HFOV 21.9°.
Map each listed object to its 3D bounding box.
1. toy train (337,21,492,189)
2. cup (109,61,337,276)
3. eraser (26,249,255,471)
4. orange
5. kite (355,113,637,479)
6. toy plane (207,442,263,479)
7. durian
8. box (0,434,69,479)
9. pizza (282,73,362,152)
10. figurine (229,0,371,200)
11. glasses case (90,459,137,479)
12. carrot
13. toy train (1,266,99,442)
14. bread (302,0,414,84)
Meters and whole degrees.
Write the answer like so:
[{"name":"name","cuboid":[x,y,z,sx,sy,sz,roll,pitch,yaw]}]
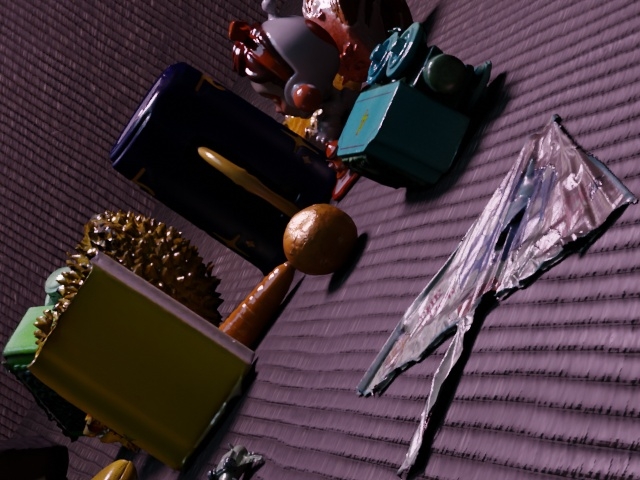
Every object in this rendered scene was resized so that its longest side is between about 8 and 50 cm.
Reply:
[{"name":"toy train","cuboid":[0.091,-0.131,1.662,0.154,0.107,0.198,-65,12,-5]},{"name":"cup","cuboid":[-0.108,-0.107,2.068,0.178,0.256,0.255,-62,13,-26]},{"name":"eraser","cuboid":[-0.203,0.140,1.871,0.158,0.226,0.069,-56,3,9]},{"name":"orange","cuboid":[0.000,0.000,1.765,0.083,0.070,0.083,-38,29,26]},{"name":"kite","cuboid":[0.126,0.026,1.268,0.406,0.014,0.368,-43,17,53]},{"name":"toy plane","cuboid":[-0.086,0.221,1.600,0.080,0.033,0.083,-40,17,24]},{"name":"durian","cuboid":[-0.235,0.107,2.107,0.258,0.258,0.293,-47,30,44]},{"name":"box","cuboid":[-0.426,0.411,2.035,0.359,0.091,0.350,29,-99,-81]},{"name":"pizza","cuboid":[-0.014,-0.151,2.282,0.297,0.071,0.189,132,155,-53]},{"name":"figurine","cuboid":[-0.019,-0.198,2.012,0.160,0.226,0.183,-50,12,27]},{"name":"glasses case","cuboid":[-0.292,0.351,2.059,0.234,0.064,0.079,-50,10,44]},{"name":"carrot","cuboid":[-0.117,0.131,1.948,0.271,0.066,0.062,-47,39,-1]},{"name":"toy train","cuboid":[-0.317,0.162,2.307,0.132,0.243,0.188,-7,43,35]},{"name":"bread","cuboid":[0.049,-0.282,2.145,0.073,0.160,0.160,-24,30,37]}]
